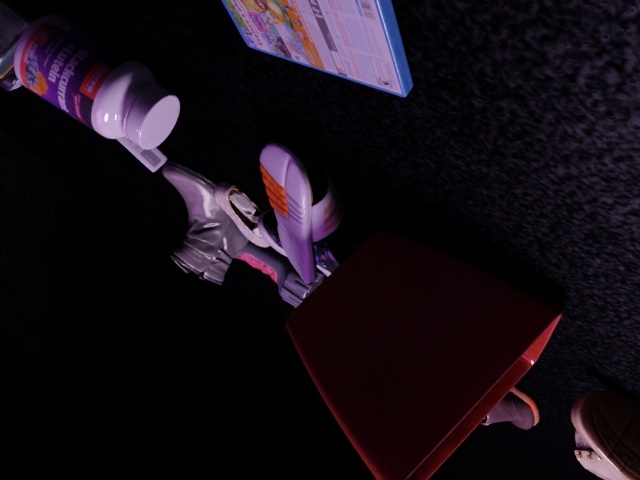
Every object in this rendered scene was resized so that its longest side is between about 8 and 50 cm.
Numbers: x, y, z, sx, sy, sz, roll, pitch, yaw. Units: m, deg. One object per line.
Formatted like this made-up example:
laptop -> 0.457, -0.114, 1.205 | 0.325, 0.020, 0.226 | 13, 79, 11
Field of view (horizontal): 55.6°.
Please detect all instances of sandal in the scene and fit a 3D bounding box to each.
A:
sandal -> -0.015, -0.041, 0.775 | 0.102, 0.076, 0.265 | 53, 164, 26

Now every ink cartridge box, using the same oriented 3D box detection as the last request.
ink cartridge box -> -0.370, -0.218, 1.115 | 0.179, 0.045, 0.145 | 47, 178, 38

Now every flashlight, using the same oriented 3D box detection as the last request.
flashlight -> -0.140, 0.046, 1.306 | 0.304, 0.103, 0.103 | 32, 156, 18

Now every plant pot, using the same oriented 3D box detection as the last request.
plant pot -> 0.112, 0.140, 0.779 | 0.235, 0.267, 0.267 | 43, 171, 24

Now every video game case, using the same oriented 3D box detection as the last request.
video game case -> -0.014, -0.171, 0.453 | 0.166, 0.015, 0.119 | 26, 165, 29

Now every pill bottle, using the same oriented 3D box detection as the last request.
pill bottle -> -0.284, -0.200, 0.786 | 0.193, 0.108, 0.108 | 32, 166, 8

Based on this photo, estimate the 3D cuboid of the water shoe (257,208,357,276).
water shoe -> 0.000, 0.000, 0.944 | 0.203, 0.073, 0.080 | 31, 145, -3

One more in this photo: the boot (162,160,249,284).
boot -> -0.238, -0.025, 1.170 | 0.083, 0.161, 0.246 | 16, 158, 51

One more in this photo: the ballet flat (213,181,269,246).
ballet flat -> -0.126, -0.041, 1.091 | 0.052, 0.057, 0.168 | 3, 148, 47

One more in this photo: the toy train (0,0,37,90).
toy train -> -0.564, -0.357, 0.871 | 0.334, 0.142, 0.190 | 42, 152, -25

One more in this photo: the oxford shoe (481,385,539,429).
oxford shoe -> 0.319, 0.300, 1.133 | 0.271, 0.098, 0.096 | 43, 164, -32

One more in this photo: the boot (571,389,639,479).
boot -> 0.428, 0.295, 0.886 | 0.261, 0.095, 0.203 | 32, 168, -9

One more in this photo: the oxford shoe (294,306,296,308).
oxford shoe -> -0.041, 0.119, 1.404 | 0.076, 0.076, 0.212 | 27, 163, 34
